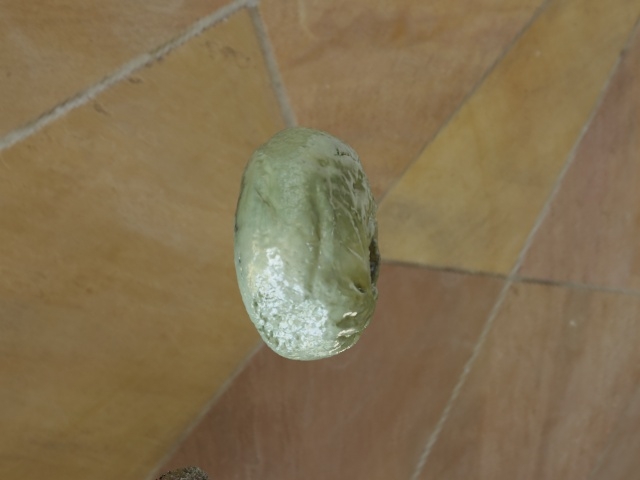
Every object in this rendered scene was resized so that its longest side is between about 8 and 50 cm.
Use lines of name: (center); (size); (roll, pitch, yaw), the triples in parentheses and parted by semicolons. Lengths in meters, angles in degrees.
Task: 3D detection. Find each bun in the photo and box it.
bun: (0.000, -0.002, 0.970); (0.108, 0.221, 0.221); (-10, 138, 18)

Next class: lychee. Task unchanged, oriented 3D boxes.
lychee: (-0.143, 0.262, 1.048); (0.083, 0.067, 0.068); (-43, 159, -45)
